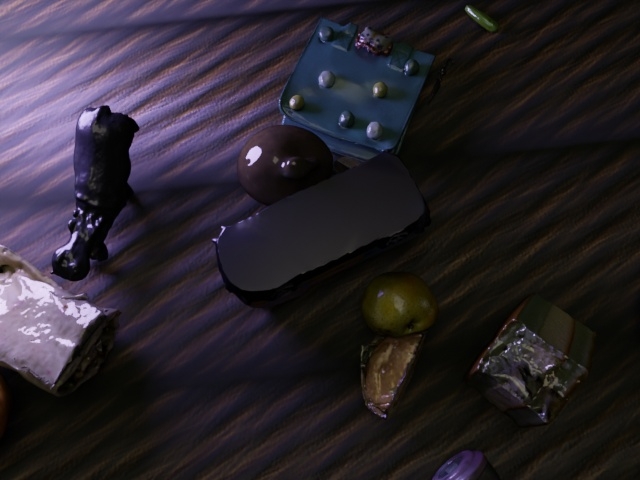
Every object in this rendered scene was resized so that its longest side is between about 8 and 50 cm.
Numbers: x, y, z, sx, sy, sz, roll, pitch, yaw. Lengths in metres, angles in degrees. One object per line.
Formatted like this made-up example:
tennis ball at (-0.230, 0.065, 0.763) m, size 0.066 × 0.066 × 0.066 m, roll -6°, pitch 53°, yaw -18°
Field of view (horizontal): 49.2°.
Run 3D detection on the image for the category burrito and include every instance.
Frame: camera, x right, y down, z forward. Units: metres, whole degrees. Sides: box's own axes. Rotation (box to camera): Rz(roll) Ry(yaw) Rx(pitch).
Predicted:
burrito at (-0.543, 0.141, 1.286) m, size 0.332 × 0.135 × 0.190 m, roll 26°, pitch 66°, yaw 13°

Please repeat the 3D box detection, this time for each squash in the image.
squash at (0.349, -0.482, 1.517) m, size 0.089 × 0.027 × 0.027 m, roll 40°, pitch 77°, yaw 15°

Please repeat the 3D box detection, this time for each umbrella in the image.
umbrella at (0.250, -0.339, 1.480) m, size 0.022 × 0.013 × 0.122 m, roll 33°, pitch 74°, yaw -11°

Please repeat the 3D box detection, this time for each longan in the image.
longan at (-0.064, -0.141, 1.330) m, size 0.185 × 0.204 × 0.159 m, roll -14°, pitch 101°, yaw -13°

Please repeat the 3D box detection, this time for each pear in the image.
pear at (0.140, 0.105, 1.265) m, size 0.141 × 0.141 × 0.104 m, roll -13°, pitch 111°, yaw -3°

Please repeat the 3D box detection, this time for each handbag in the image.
handbag at (0.068, -0.313, 1.431) m, size 0.269 × 0.100 × 0.274 m, roll 22°, pitch 75°, yaw 9°

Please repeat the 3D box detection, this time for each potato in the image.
potato at (0.069, -0.140, 1.410) m, size 0.093 × 0.037 × 0.036 m, roll 29°, pitch 54°, yaw -6°

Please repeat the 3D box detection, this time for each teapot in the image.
teapot at (0.254, 0.449, 1.175) m, size 0.148 × 0.116 × 0.146 m, roll -39°, pitch 85°, yaw -14°

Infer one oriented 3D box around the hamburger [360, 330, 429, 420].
hamburger at (0.120, 0.227, 1.269) m, size 0.102 × 0.087 × 0.176 m, roll 22°, pitch 84°, yaw 26°

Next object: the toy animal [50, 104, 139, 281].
toy animal at (-0.425, -0.089, 1.343) m, size 0.106 × 0.168 × 0.343 m, roll 8°, pitch 84°, yaw 3°

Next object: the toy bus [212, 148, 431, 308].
toy bus at (0.000, 0.000, 1.298) m, size 0.386 × 0.162 × 0.171 m, roll -25°, pitch 71°, yaw -6°

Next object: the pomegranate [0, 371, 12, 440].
pomegranate at (-0.645, 0.291, 1.208) m, size 0.209 × 0.209 × 0.209 m, roll -1°, pitch 72°, yaw 2°

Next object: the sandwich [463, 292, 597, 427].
sandwich at (0.382, 0.190, 1.207) m, size 0.155 × 0.198 × 0.227 m, roll 38°, pitch 77°, yaw 13°
